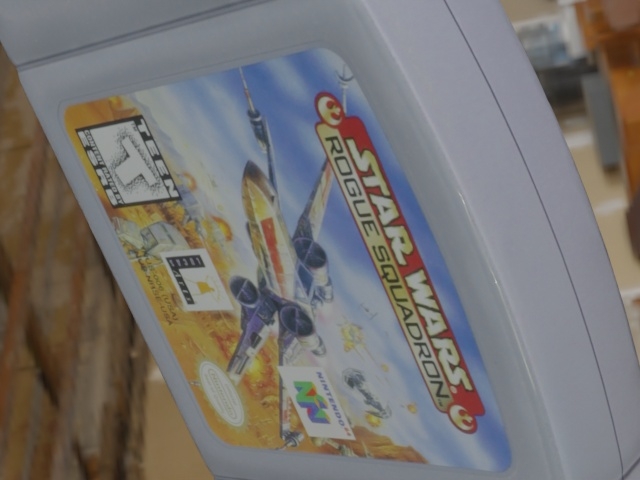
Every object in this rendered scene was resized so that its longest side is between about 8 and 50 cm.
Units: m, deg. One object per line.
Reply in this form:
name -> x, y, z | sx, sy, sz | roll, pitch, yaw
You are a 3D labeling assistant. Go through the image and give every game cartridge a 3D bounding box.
game cartridge -> 0.000, 0.000, 0.487 | 0.198, 0.062, 0.297 | -2, 116, 54
